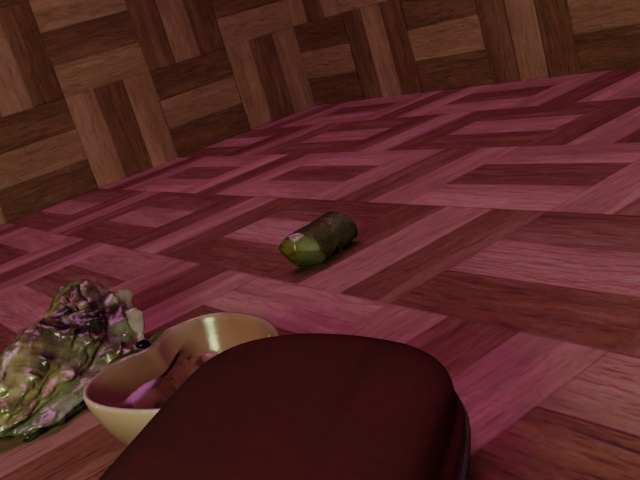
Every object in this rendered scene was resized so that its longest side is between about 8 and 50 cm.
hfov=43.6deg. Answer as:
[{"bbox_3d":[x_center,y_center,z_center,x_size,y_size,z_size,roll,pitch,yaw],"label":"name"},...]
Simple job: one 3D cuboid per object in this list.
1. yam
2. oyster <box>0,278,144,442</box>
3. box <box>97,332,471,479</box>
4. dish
[{"bbox_3d":[0.000,0.000,1.302,0.069,0.070,0.146,-3,22,41],"label":"yam"},{"bbox_3d":[-0.380,0.158,1.060,0.237,0.115,0.351,-3,21,41],"label":"oyster"},{"bbox_3d":[-0.038,0.196,0.566,0.263,0.108,0.404,0,22,22],"label":"box"},{"bbox_3d":[-0.132,0.162,0.848,0.213,0.090,0.213,-14,18,5],"label":"dish"}]
